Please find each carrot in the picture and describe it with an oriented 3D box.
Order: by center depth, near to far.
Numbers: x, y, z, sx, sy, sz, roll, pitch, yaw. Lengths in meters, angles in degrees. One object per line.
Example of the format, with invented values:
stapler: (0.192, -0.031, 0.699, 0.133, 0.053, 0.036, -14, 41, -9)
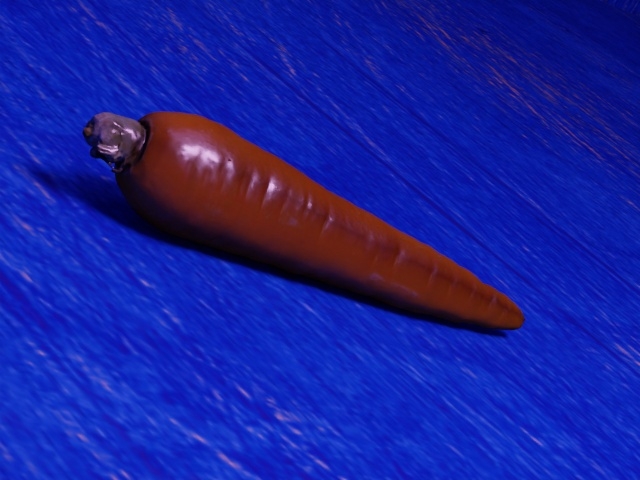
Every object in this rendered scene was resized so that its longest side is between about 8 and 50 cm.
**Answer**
carrot: (0.000, 0.000, 1.107, 0.336, 0.069, 0.069, 26, 15, -32)
